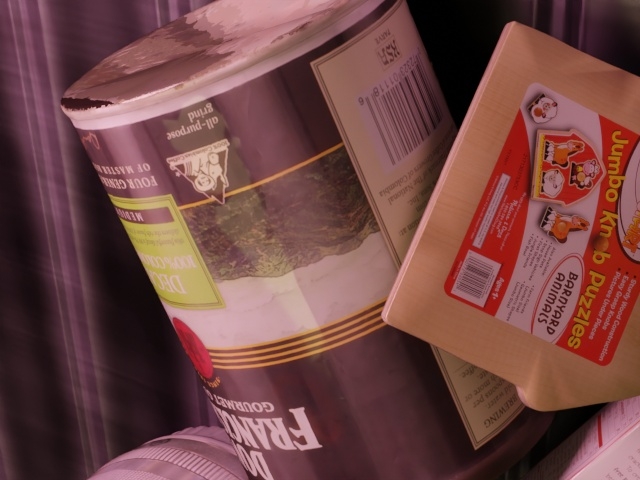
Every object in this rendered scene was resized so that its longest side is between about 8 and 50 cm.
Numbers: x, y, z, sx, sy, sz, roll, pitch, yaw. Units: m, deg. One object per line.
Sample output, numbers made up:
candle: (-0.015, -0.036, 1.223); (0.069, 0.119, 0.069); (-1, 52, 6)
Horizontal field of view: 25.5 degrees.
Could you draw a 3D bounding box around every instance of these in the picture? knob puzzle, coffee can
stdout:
knob puzzle: (0.147, 0.000, 0.760); (0.213, 0.213, 0.030); (56, 168, -11)
coffee can: (0.000, 0.000, 0.822); (0.201, 0.201, 0.275); (-8, 114, 39)

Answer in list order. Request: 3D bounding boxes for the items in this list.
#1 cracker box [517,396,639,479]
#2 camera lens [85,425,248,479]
cracker box: (0.196, 0.183, 0.832); (0.156, 0.067, 0.232); (44, 110, -6)
camera lens: (-0.134, 0.282, 1.041); (0.219, 0.274, 0.219); (11, 114, 27)
